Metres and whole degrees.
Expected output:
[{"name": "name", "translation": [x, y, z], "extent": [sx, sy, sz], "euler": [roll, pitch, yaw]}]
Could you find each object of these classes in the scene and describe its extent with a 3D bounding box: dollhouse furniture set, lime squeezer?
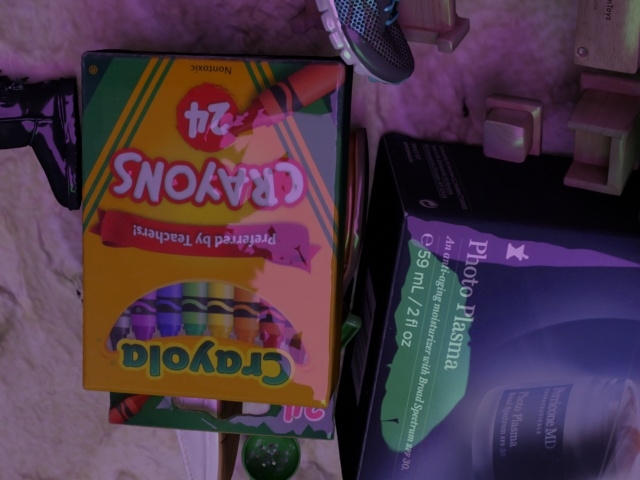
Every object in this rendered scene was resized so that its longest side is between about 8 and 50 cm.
[{"name": "dollhouse furniture set", "translation": [0.098, -0.230, 0.948], "extent": [0.356, 0.174, 0.303], "euler": [13, 131, 23]}, {"name": "lime squeezer", "translation": [-0.038, 0.178, 1.092], "extent": [0.059, 0.110, 0.310], "euler": [28, 108, 8]}]

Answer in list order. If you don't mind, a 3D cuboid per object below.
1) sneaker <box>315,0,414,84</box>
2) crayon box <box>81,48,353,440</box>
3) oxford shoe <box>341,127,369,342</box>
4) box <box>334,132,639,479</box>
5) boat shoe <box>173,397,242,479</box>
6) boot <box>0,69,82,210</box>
[{"name": "sneaker", "translation": [0.034, -0.188, 0.856], "extent": [0.076, 0.065, 0.166], "euler": [-14, 119, 35]}, {"name": "crayon box", "translation": [-0.081, 0.012, 0.944], "extent": [0.202, 0.081, 0.318], "euler": [3, 101, 7]}, {"name": "oxford shoe", "translation": [0.000, 0.000, 1.032], "extent": [0.076, 0.076, 0.212], "euler": [13, 114, 2]}, {"name": "box", "translation": [0.181, 0.087, 1.019], "extent": [0.294, 0.182, 0.296], "euler": [5, 115, -6]}, {"name": "boat shoe", "translation": [-0.127, 0.095, 1.058], "extent": [0.096, 0.098, 0.277], "euler": [-3, 102, 6]}, {"name": "boot", "translation": [-0.250, -0.083, 0.996], "extent": [0.099, 0.045, 0.121], "euler": [-2, 108, -4]}]
